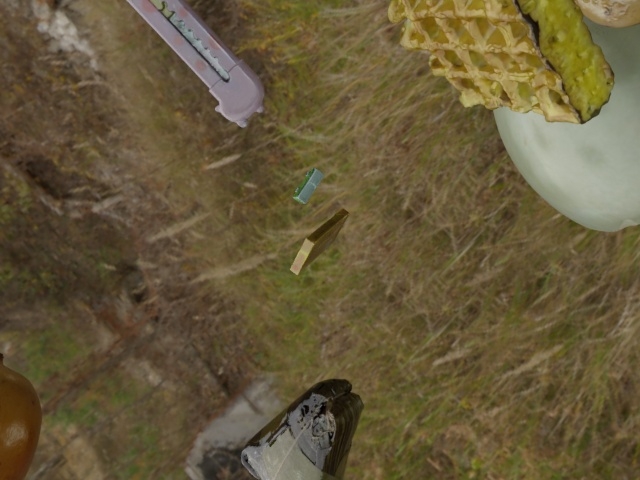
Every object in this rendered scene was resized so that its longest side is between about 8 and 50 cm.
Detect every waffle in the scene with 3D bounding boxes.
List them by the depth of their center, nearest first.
[{"bbox_3d":[0.138,-0.181,0.642,0.160,0.055,0.211,48,169,-29],"label":"waffle"}]

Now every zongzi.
[{"bbox_3d":[0.017,0.449,1.376,0.289,0.154,0.317,-48,65,43],"label":"zongzi"}]

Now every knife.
[{"bbox_3d":[-0.230,-0.349,1.153,0.132,0.038,0.398,-38,107,18],"label":"knife"}]

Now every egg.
[{"bbox_3d":[0.375,-0.187,0.970,0.336,0.278,0.278,62,150,2],"label":"egg"}]

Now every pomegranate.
[{"bbox_3d":[-0.550,0.280,1.092,0.264,0.264,0.264,34,147,26],"label":"pomegranate"}]

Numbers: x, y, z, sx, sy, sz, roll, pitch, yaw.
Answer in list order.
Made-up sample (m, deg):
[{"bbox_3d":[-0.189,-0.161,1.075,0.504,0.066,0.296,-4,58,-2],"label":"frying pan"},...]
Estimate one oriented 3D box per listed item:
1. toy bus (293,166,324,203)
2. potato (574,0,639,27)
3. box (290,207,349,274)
[{"bbox_3d":[-0.025,-0.121,1.614,0.031,0.083,0.037,36,172,-20],"label":"toy bus"},{"bbox_3d":[0.311,-0.270,0.678,0.109,0.178,0.118,60,174,16],"label":"potato"},{"bbox_3d":[0.000,0.000,1.432,0.022,0.156,0.089,37,129,9],"label":"box"}]
